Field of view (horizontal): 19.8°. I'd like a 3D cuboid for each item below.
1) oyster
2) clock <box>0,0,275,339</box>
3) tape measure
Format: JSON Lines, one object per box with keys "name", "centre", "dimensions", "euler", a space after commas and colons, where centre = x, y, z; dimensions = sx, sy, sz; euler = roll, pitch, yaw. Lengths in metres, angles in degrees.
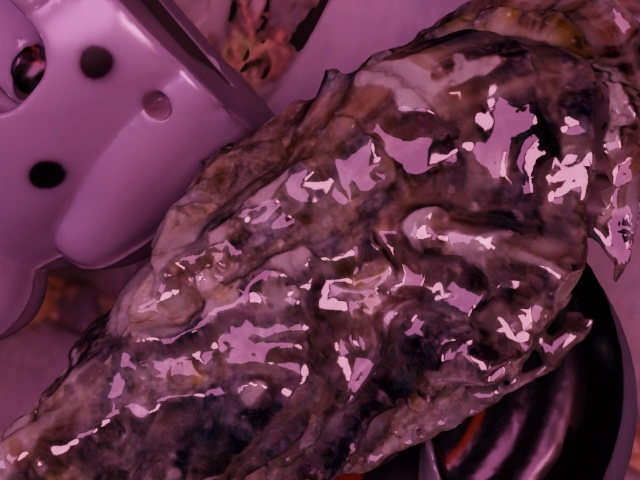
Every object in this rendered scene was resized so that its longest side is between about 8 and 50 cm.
{"name": "oyster", "centre": [0.001, 0.001, 0.657], "dimensions": [0.252, 0.087, 0.199], "euler": [-7, 64, 13]}
{"name": "clock", "centre": [-0.158, -0.021, 0.758], "dimensions": [0.254, 0.189, 0.189], "euler": [-45, 73, 12]}
{"name": "tape measure", "centre": [0.030, 0.063, 0.712], "dimensions": [0.181, 0.107, 0.182], "euler": [7, 74, 25]}
